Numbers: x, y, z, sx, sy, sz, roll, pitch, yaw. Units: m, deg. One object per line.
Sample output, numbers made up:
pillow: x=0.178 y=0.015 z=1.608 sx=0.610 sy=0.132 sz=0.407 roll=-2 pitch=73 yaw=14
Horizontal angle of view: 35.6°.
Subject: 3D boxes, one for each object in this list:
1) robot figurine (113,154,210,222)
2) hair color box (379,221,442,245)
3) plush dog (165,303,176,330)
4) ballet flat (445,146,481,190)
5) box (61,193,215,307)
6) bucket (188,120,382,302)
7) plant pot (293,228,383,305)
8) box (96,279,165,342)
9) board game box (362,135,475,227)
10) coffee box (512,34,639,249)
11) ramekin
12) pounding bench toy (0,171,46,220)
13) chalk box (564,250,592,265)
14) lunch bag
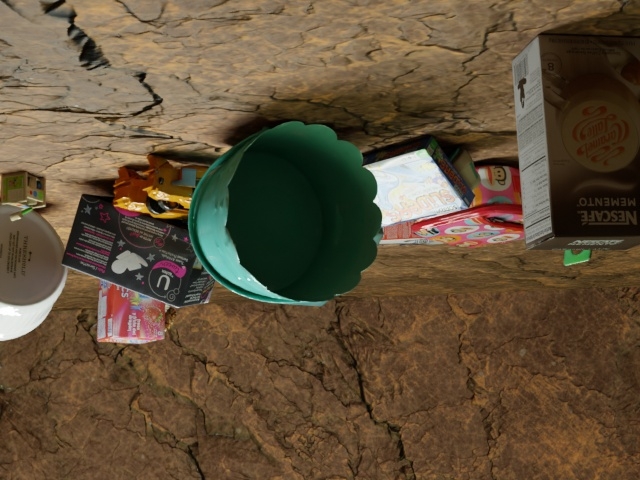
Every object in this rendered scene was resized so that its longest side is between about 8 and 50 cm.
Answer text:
robot figurine: x=-0.201 y=-0.082 z=1.756 sx=0.291 sy=0.085 sz=0.211 roll=7 pitch=167 yaw=-39
hair color box: x=0.204 y=-0.019 z=2.308 sx=0.167 sy=0.053 sz=0.093 roll=-2 pitch=171 yaw=4
plush dog: x=-0.445 y=0.127 z=2.478 sx=0.210 sy=0.225 sz=0.262 roll=-7 pitch=169 yaw=24
ballet flat: x=0.197 y=-0.092 z=1.756 sx=0.086 sy=0.086 sz=0.248 roll=2 pitch=169 yaw=-25
box: x=-0.322 y=0.020 z=1.849 sx=0.247 sy=0.142 sz=0.163 roll=20 pitch=-176 yaw=13
bucket: x=-0.061 y=-0.035 z=1.556 sx=0.281 sy=0.281 sz=0.183 roll=3 pitch=174 yaw=-28
plant pot: x=0.000 y=0.000 z=1.979 sx=0.165 sy=0.165 sz=0.234 roll=8 pitch=143 yaw=-46
box: x=-0.419 y=0.097 z=2.220 sx=0.122 sy=0.257 sz=0.128 roll=5 pitch=168 yaw=-28
board game box: x=0.143 y=-0.095 z=1.686 sx=0.201 sy=0.035 sz=0.136 roll=-13 pitch=126 yaw=46
coffee box: x=0.321 y=-0.116 z=1.215 sx=0.141 sy=0.247 sz=0.098 roll=-1 pitch=170 yaw=-10
ramekin: x=-0.615 y=0.047 z=1.923 sx=0.272 sy=0.273 sz=0.127 roll=6 pitch=155 yaw=-40
pounding bench toy: x=-0.516 y=-0.071 z=1.741 sx=0.052 sy=0.083 sz=0.065 roll=-6 pitch=169 yaw=21
chalk box: x=0.417 y=-0.068 z=1.611 sx=0.132 sy=0.213 sz=0.132 roll=2 pitch=169 yaw=-26
lunch bag: x=0.334 y=-0.070 z=1.895 sx=0.258 sy=0.120 sz=0.293 roll=-16 pitch=165 yaw=40
